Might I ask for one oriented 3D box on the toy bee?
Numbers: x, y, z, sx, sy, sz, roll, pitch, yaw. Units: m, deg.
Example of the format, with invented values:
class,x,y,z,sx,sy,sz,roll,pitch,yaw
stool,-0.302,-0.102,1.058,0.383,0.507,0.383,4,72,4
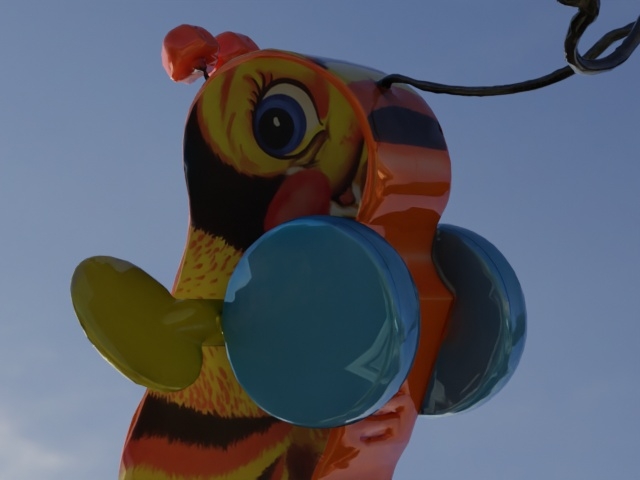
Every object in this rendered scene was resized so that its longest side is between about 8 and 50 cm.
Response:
class,x,y,z,sx,sy,sz,roll,pitch,yaw
toy bee,0.000,0.000,0.705,0.162,0.298,0.195,35,-4,31
